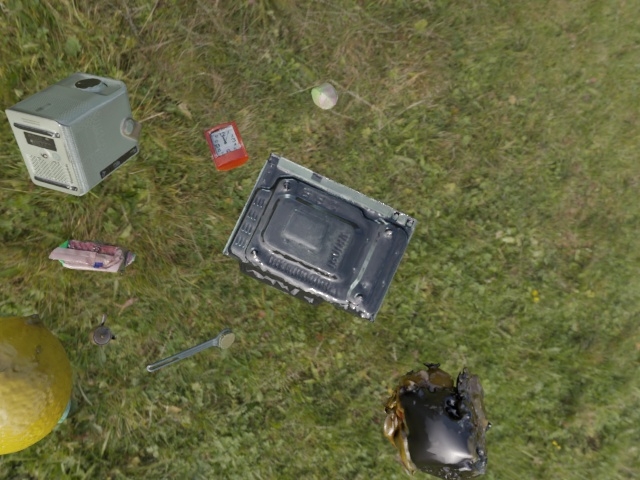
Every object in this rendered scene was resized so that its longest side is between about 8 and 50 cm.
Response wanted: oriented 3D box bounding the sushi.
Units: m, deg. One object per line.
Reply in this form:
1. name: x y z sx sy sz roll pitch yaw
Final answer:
1. sushi: 0.213 0.348 0.949 0.213 0.204 0.200 55 36 -42

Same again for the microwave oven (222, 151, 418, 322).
1. microwave oven: 0.000 0.000 0.933 0.295 0.181 0.238 25 83 0

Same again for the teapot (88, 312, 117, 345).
1. teapot: -0.744 0.304 1.696 0.085 0.080 0.110 16 75 -46

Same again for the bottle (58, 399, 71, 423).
1. bottle: -0.937 0.486 1.497 0.330 0.093 0.093 31 82 -39

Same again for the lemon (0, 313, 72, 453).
1. lemon: -0.579 0.271 0.907 0.228 0.228 0.254 -12 106 -25

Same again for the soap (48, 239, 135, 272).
1. soap: -0.724 0.049 1.601 0.217 0.273 0.098 12 85 -16

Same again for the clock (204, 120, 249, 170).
1. clock: -0.313 -0.316 1.655 0.113 0.061 0.155 -21 71 -3

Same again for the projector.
1. projector: -0.507 -0.236 1.053 0.242 0.163 0.177 -59 161 -47

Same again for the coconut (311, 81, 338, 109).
1. coconut: 0.017 -0.453 1.556 0.081 0.083 0.082 -34 147 -33

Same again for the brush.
1. brush: -0.352 0.310 1.373 0.266 0.027 0.062 -17 127 -40
